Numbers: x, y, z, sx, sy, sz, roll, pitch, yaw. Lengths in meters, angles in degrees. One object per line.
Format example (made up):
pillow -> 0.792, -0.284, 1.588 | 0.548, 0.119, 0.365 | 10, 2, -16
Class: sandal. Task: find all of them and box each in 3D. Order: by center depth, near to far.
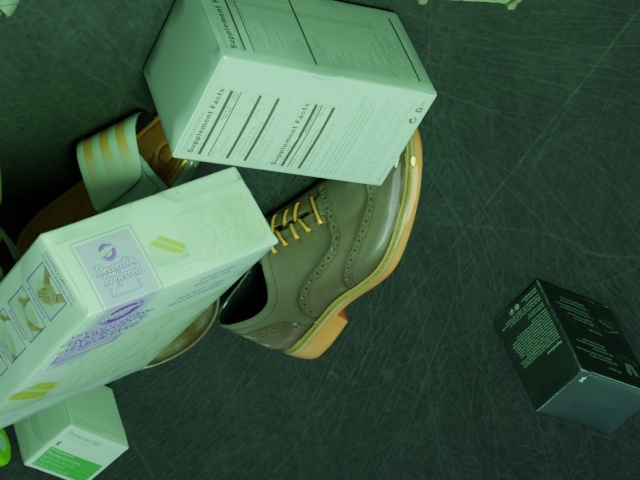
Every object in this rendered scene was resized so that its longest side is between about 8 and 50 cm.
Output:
sandal -> -0.234, -0.055, 1.777 | 0.265, 0.102, 0.076 | -36, 142, 19

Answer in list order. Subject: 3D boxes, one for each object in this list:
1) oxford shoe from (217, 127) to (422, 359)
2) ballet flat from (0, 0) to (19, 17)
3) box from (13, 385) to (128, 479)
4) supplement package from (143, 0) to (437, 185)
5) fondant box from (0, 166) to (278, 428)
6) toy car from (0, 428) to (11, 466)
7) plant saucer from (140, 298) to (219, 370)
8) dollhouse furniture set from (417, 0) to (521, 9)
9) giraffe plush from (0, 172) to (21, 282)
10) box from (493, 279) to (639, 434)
oxford shoe -> 0.000, 0.000, 1.935 | 0.133, 0.130, 0.364 | 12, 129, -25
ballet flat -> -0.339, -0.275, 1.518 | 0.068, 0.072, 0.213 | -56, 138, -4
box -> -0.303, 0.223, 2.057 | 0.087, 0.102, 0.101 | -41, 136, 19
supplement package -> -0.033, -0.160, 1.724 | 0.244, 0.139, 0.134 | 7, 132, -29
fondant box -> -0.225, 0.068, 1.733 | 0.238, 0.096, 0.330 | -22, 166, -39
toy car -> -0.456, 0.179, 1.918 | 0.155, 0.149, 0.188 | -19, 130, 11
plant saucer -> -0.218, 0.078, 1.987 | 0.198, 0.036, 0.198 | -14, 140, -12
dollhouse furniture set -> 0.189, -0.315, 1.682 | 0.182, 0.101, 0.161 | -1, 136, -24
giraffe plush -> -0.407, -0.031, 1.679 | 0.170, 0.181, 0.210 | -11, 124, 4
box -> 0.331, 0.153, 2.236 | 0.156, 0.158, 0.093 | 20, 125, -39
